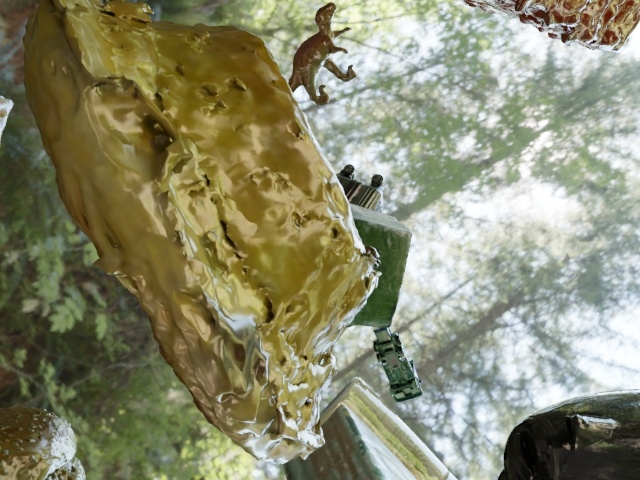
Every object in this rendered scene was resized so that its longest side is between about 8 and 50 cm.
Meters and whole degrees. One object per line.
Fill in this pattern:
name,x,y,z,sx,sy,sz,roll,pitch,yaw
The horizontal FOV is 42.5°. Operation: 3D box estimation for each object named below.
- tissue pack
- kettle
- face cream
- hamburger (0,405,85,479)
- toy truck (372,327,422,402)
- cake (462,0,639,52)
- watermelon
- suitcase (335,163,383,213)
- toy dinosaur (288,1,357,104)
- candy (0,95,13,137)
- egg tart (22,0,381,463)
tissue pack,0.084,0.350,0.900,0.228,0.128,0.311,50,-1,-18
kettle,0.373,0.320,1.101,0.207,0.290,0.268,-102,-159,-46
face cream,0.145,0.434,1.580,0.348,0.173,0.081,46,-48,5
hamburger,-0.381,0.267,0.980,0.189,0.215,0.122,-3,-77,1
toy truck,0.156,0.249,1.726,0.067,0.081,0.175,-20,-68,12
cake,0.136,-0.343,0.682,0.319,0.269,0.270,33,-72,32
watermelon,0.003,-0.010,1.280,0.264,0.302,0.151,16,-67,-2
suitcase,0.026,0.011,1.672,0.128,0.312,0.202,22,-38,19
toy dinosaur,-0.025,-0.237,1.104,0.162,0.039,0.126,-21,-48,14
candy,-0.569,-0.118,1.271,0.101,0.143,0.271,32,-81,5
egg tart,-0.048,-0.023,0.456,0.295,0.116,0.295,63,3,-6
